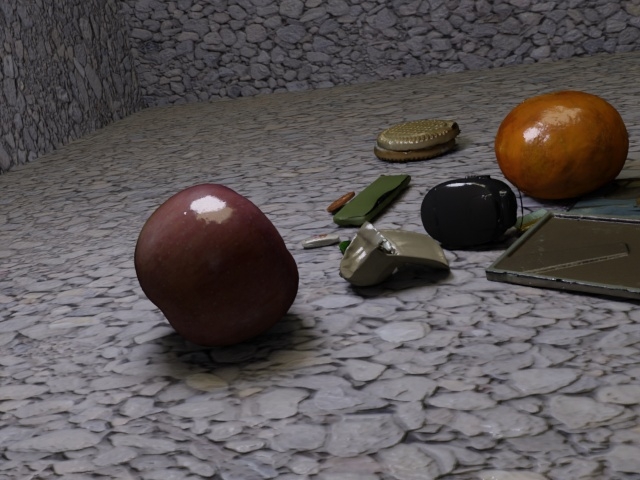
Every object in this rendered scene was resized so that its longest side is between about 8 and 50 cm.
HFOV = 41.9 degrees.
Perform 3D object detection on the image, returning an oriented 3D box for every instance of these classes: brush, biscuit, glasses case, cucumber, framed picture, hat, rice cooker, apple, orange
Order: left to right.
[{"bbox_3d":[-0.183,0.044,1.414,0.235,0.305,0.306,-40,26,-9],"label":"apple"},{"bbox_3d":[0.000,0.000,1.820,0.083,0.021,0.032,-10,21,2],"label":"glasses case"},{"bbox_3d":[0.047,-0.094,2.028,0.078,0.015,0.091,-29,6,20],"label":"biscuit"},{"bbox_3d":[0.067,0.026,1.691,0.039,0.039,0.168,-13,18,-7],"label":"cucumber"},{"bbox_3d":[0.130,-0.099,2.012,0.099,0.038,0.322,-4,21,27],"label":"biscuit"},{"bbox_3d":[0.141,0.049,1.576,0.173,0.144,0.166,33,16,-10],"label":"hat"},{"bbox_3d":[0.278,-0.292,2.415,0.259,0.079,0.259,-9,19,3],"label":"biscuit"},{"bbox_3d":[0.303,-0.061,1.665,0.203,0.142,0.118,-2,10,26],"label":"rice cooker"},{"bbox_3d":[0.441,-0.015,1.613,0.083,0.010,0.218,-21,23,-4],"label":"brush"},{"bbox_3d":[0.528,-0.212,1.833,0.284,0.226,0.284,-11,17,3],"label":"orange"},{"bbox_3d":[0.492,0.020,1.453,0.335,0.022,0.247,6,33,44],"label":"framed picture"},{"bbox_3d":[0.631,-0.072,1.678,0.265,0.016,0.347,-2,21,38],"label":"framed picture"}]
